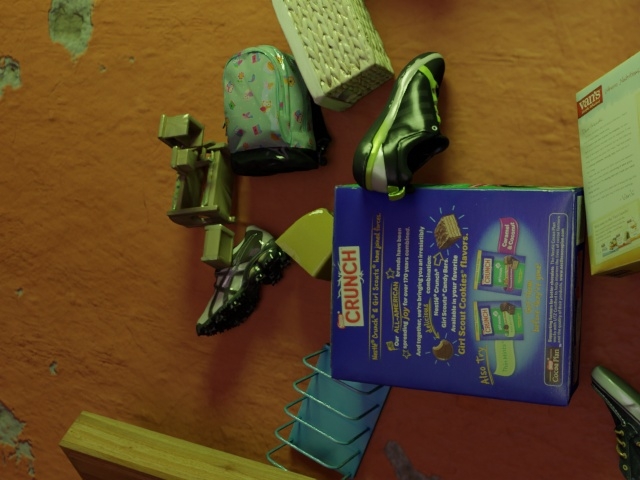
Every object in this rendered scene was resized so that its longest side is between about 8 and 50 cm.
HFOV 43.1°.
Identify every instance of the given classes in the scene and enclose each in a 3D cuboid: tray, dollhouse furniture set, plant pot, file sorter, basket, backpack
[{"bbox_3d":[-0.184,0.392,1.228,0.410,0.076,0.203,8,136,24],"label":"tray"},{"bbox_3d":[-0.205,-0.067,1.192,0.101,0.161,0.182,-5,68,25],"label":"dollhouse furniture set"},{"bbox_3d":[0.000,0.000,1.178,0.081,0.081,0.083,41,97,17],"label":"plant pot"},{"bbox_3d":[0.009,0.257,1.172,0.118,0.104,0.170,25,104,22],"label":"file sorter"},{"bbox_3d":[0.022,-0.280,1.132,0.103,0.113,0.167,-24,83,20],"label":"basket"},{"bbox_3d":[-0.072,-0.190,1.178,0.151,0.115,0.182,-3,89,28],"label":"backpack"}]

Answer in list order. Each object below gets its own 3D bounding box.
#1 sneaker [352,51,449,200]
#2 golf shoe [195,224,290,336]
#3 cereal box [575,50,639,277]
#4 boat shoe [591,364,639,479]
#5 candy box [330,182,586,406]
[{"bbox_3d":[0.129,-0.144,1.061,0.097,0.084,0.235,20,65,22],"label":"sneaker"},{"bbox_3d":[-0.133,0.063,1.252,0.198,0.077,0.094,-47,63,13],"label":"golf shoe"},{"bbox_3d":[0.369,-0.091,0.926,0.173,0.047,0.240,145,128,-66],"label":"cereal box"},{"bbox_3d":[0.390,0.247,1.014,0.183,0.065,0.083,46,109,15],"label":"boat shoe"},{"bbox_3d":[0.178,0.059,1.072,0.317,0.122,0.268,3,95,24],"label":"candy box"}]
